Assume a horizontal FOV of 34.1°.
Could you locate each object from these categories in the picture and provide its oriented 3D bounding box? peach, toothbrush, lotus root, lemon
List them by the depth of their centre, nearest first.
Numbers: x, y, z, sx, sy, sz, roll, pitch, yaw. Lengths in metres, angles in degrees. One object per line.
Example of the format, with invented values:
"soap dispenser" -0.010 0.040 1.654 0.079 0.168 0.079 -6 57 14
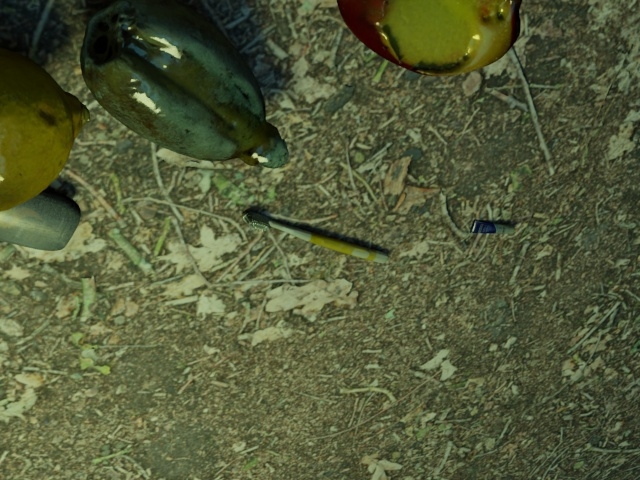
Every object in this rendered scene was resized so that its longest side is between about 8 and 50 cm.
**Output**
"lemon" -0.385 -0.125 1.165 0.256 0.188 0.188 -8 132 -19
"lotus root" -0.159 -0.180 1.279 0.322 0.140 0.158 35 83 -50
"peach" 0.125 -0.298 1.307 0.267 0.154 0.159 10 123 -43
"toothbrush" 0.000 0.000 1.599 0.288 0.024 0.021 16 118 -38

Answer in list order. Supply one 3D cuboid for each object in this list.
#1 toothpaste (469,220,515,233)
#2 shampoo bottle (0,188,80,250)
"toothpaste" 0.286 -0.020 1.743 0.083 0.015 0.024 5 118 -25
"shampoo bottle" -0.421 -0.046 1.315 0.233 0.049 0.087 19 116 -38
